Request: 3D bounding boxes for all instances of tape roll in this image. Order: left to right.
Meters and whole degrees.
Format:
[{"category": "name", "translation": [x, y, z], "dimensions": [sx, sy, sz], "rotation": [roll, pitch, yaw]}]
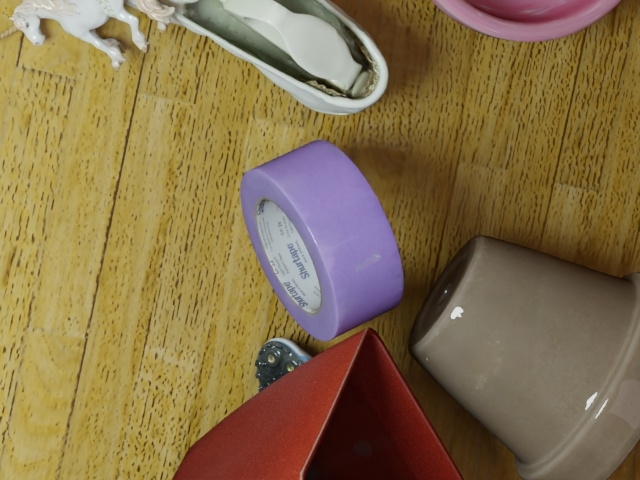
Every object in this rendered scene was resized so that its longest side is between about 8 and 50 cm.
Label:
[{"category": "tape roll", "translation": [0.000, 0.000, 1.825], "dimensions": [0.080, 0.189, 0.189], "rotation": [-26, 107, -20]}]

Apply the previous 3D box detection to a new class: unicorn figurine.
[{"category": "unicorn figurine", "translation": [-0.220, -0.212, 1.752], "dimensions": [0.162, 0.060, 0.111], "rotation": [-35, 118, 26]}]

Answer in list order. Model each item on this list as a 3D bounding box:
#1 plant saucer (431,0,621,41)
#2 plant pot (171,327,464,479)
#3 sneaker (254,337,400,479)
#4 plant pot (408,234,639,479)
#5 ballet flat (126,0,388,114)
[{"category": "plant saucer", "translation": [0.208, -0.376, 1.927], "dimensions": [0.332, 0.084, 0.332], "rotation": [-3, 98, -23]}, {"category": "plant pot", "translation": [-0.018, 0.288, 1.804], "dimensions": [0.267, 0.235, 0.267], "rotation": [60, 29, -20]}, {"category": "sneaker", "translation": [0.021, 0.186, 1.932], "dimensions": [0.237, 0.085, 0.086], "rotation": [47, 39, -15]}, {"category": "plant pot", "translation": [0.226, 0.110, 1.935], "dimensions": [0.229, 0.263, 0.263], "rotation": [31, 84, -6]}, {"category": "ballet flat", "translation": [-0.087, -0.247, 1.782], "dimensions": [0.400, 0.139, 0.139], "rotation": [32, 84, -25]}]
